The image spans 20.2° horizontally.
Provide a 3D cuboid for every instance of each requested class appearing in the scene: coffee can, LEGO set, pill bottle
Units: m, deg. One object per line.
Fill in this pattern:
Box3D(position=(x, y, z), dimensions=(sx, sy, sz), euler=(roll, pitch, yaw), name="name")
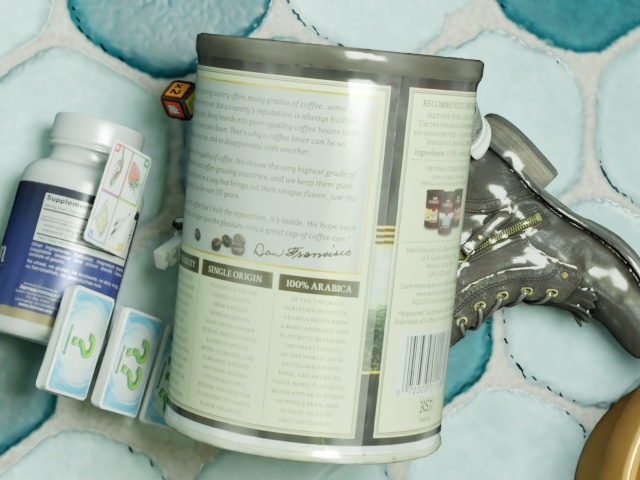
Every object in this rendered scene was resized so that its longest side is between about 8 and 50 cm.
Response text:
Box3D(position=(0.000, 0.000, 1.267), dimensions=(0.201, 0.201, 0.275), euler=(4, 96, -14), name="coffee can")
Box3D(position=(-0.104, 0.013, 1.323), dimensions=(0.060, 0.182, 0.244), euler=(11, 80, 31), name="LEGO set")
Box3D(position=(-0.185, -0.005, 1.335), dimensions=(0.094, 0.094, 0.169), euler=(17, 83, -13), name="pill bottle")

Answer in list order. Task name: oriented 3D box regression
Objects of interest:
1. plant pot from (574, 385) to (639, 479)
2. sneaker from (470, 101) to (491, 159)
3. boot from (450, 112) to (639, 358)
Box3D(position=(0.326, 0.209, 1.400), dimensions=(0.291, 0.203, 0.291), euler=(1, 86, -15), name="plant pot")
Box3D(position=(0.048, -0.107, 1.389), dimensions=(0.170, 0.075, 0.063), euler=(12, 65, 11), name="sneaker")
Box3D(position=(0.123, 0.051, 1.422), dimensions=(0.229, 0.091, 0.263), euler=(-41, 87, -13), name="boot")
